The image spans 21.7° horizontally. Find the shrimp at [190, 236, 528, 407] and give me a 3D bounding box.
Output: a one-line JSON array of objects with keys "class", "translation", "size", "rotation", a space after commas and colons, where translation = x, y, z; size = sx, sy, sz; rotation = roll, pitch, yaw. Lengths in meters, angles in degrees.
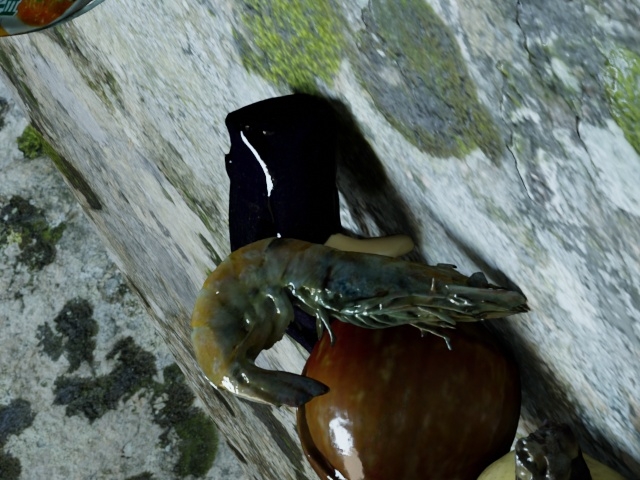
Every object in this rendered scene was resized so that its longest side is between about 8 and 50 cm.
[{"class": "shrimp", "translation": [0.025, 0.078, 1.449], "size": [0.296, 0.169, 0.058], "rotation": [6, 151, 18]}]

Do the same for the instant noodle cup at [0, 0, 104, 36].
[{"class": "instant noodle cup", "translation": [-0.297, -0.354, 1.503], "size": [0.214, 0.296, 0.296], "rotation": [57, 169, 25]}]

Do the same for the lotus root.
[{"class": "lotus root", "translation": [0.209, 0.260, 1.463], "size": [0.183, 0.182, 0.310], "rotation": [46, 162, 31]}]

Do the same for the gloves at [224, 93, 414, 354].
[{"class": "gloves", "translation": [-0.008, -0.001, 1.628], "size": [0.301, 0.152, 0.197], "rotation": [57, 175, -19]}]

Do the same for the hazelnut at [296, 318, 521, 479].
[{"class": "hazelnut", "translation": [0.091, 0.166, 1.551], "size": [0.234, 0.218, 0.218], "rotation": [29, -170, -48]}]
